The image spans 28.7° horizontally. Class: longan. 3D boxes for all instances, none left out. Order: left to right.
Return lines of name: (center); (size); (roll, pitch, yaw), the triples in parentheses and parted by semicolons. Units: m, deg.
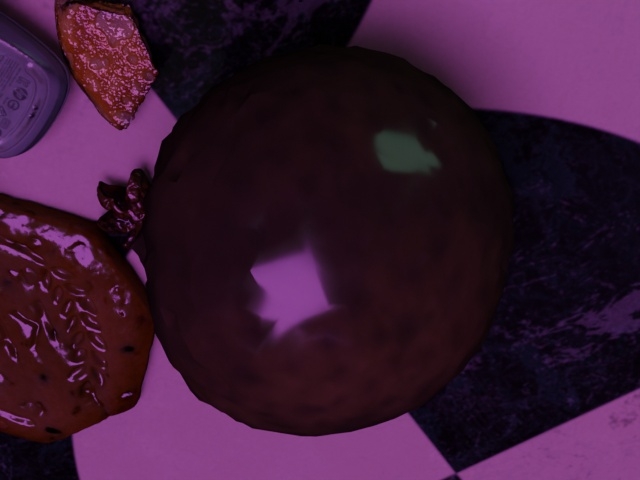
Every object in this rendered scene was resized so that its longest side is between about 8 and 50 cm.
longan: (0.000, 0.000, 1.242); (0.391, 0.391, 0.391); (3, 119, 6)

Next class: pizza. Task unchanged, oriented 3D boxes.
pizza: (-0.227, -0.199, 1.348); (0.099, 0.035, 0.160); (-18, 116, 17)

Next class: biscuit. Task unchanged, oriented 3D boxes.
biscuit: (-0.371, 0.104, 1.531); (0.359, 0.046, 0.359); (3, 120, 5)

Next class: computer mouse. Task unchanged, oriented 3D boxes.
computer mouse: (-0.411, -0.207, 1.335); (0.288, 0.097, 0.159); (28, 118, -21)

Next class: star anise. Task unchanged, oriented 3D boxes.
star anise: (-0.185, 0.001, 1.437); (0.097, 0.070, 0.191); (-39, 110, 22)
